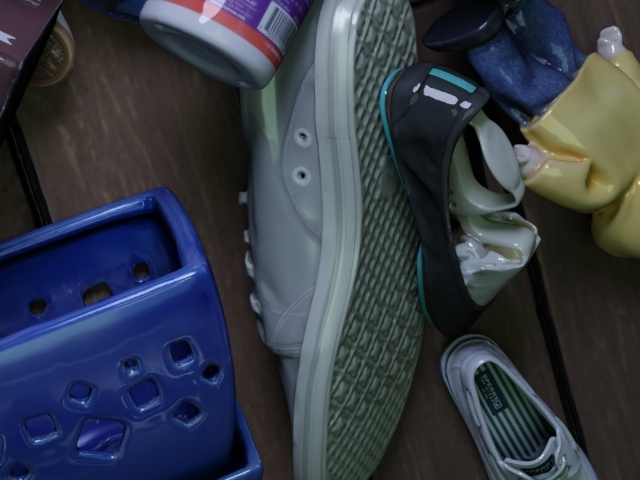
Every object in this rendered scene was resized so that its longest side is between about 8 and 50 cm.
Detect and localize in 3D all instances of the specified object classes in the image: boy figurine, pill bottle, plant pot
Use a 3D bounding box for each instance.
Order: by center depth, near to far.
[{"bbox_3d":[-0.043,-0.217,1.354,0.108,0.108,0.193,30,80,-15],"label":"pill bottle"},{"bbox_3d":[-0.177,0.115,1.433,0.236,0.236,0.212,-21,111,-6],"label":"plant pot"},{"bbox_3d":[0.214,-0.099,1.518,0.285,0.092,0.177,48,57,-23],"label":"boy figurine"}]

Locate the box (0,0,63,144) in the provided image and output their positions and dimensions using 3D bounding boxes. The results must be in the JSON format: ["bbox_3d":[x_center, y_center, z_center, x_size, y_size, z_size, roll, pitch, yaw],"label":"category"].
[{"bbox_3d":[-0.312,-0.103,1.354,0.168,0.167,0.203,25,112,-7],"label":"box"}]

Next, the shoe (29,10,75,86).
[{"bbox_3d":[-0.276,-0.204,1.434,0.219,0.058,0.076,43,112,-12],"label":"shoe"}]

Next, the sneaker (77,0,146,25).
[{"bbox_3d":[-0.180,-0.250,1.341,0.323,0.236,0.130,36,94,-15],"label":"sneaker"}]

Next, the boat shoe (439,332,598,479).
[{"bbox_3d":[0.175,0.182,1.588,0.083,0.076,0.226,-39,106,0],"label":"boat shoe"}]

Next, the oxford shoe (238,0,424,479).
[{"bbox_3d":[0.000,0.000,1.496,0.130,0.169,0.449,10,113,27],"label":"oxford shoe"}]

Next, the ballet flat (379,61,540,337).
[{"bbox_3d":[0.116,-0.018,1.465,0.096,0.095,0.280,10,140,26],"label":"ballet flat"}]
